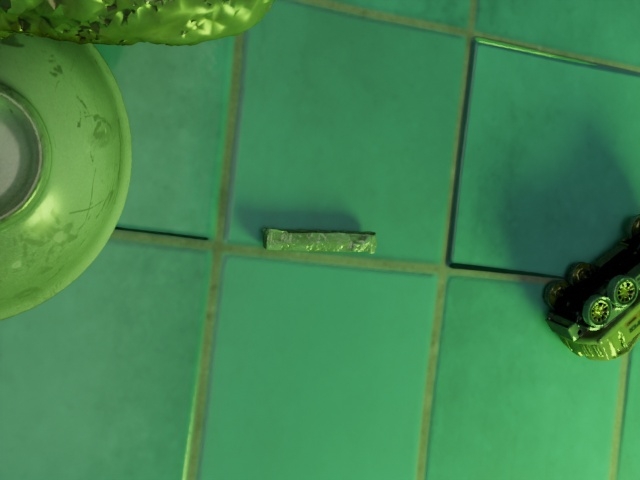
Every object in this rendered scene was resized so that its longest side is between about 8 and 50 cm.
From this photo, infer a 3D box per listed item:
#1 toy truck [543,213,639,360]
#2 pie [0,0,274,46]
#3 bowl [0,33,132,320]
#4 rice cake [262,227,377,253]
[{"bbox_3d":[0.343,0.064,1.136,0.191,0.085,0.116,-36,113,-14],"label":"toy truck"},{"bbox_3d":[-0.228,-0.239,0.738,0.418,0.395,0.180,6,126,-1],"label":"pie"},{"bbox_3d":[-0.289,-0.071,0.829,0.313,0.146,0.313,-2,96,-24],"label":"bowl"},{"bbox_3d":[0.000,0.000,1.027,0.121,0.021,0.022,2,101,-23],"label":"rice cake"}]
